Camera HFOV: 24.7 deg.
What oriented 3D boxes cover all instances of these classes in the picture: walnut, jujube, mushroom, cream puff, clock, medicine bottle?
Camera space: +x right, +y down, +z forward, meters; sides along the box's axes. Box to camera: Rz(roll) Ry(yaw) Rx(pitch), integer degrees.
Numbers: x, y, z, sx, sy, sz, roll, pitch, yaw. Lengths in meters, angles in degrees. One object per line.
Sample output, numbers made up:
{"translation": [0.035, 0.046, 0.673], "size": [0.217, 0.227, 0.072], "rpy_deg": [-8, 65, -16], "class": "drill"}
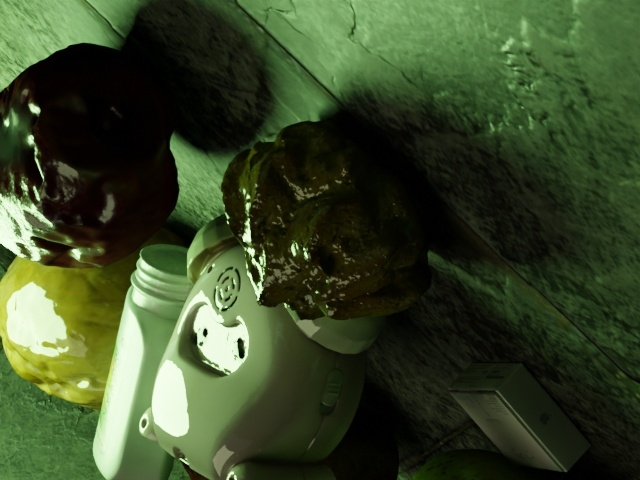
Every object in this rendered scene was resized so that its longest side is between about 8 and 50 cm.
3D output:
{"translation": [-0.323, 0.118, 2.320], "size": [0.354, 0.307, 0.398], "rpy_deg": [23, 168, -39], "class": "walnut"}
{"translation": [-0.312, -0.102, 1.884], "size": [0.276, 0.276, 0.377], "rpy_deg": [47, 161, -3], "class": "jujube"}
{"translation": [-0.063, 0.267, 2.180], "size": [0.334, 0.331, 0.356], "rpy_deg": [-39, -62, -77], "class": "mushroom"}
{"translation": [0.008, -0.014, 1.557], "size": [0.244, 0.196, 0.244], "rpy_deg": [160, 90, -89], "class": "cream puff"}
{"translation": [-0.072, 0.139, 1.841], "size": [0.184, 0.325, 0.342], "rpy_deg": [17, -177, -42], "class": "clock"}
{"translation": [-0.233, 0.171, 2.058], "size": [0.124, 0.324, 0.179], "rpy_deg": [12, -158, -13], "class": "medicine bottle"}

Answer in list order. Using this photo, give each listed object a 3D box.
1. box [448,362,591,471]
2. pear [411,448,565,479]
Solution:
{"translation": [0.230, 0.206, 1.713], "size": [0.129, 0.051, 0.130], "rpy_deg": [49, 163, -11], "class": "box"}
{"translation": [0.228, 0.378, 1.786], "size": [0.318, 0.343, 0.238], "rpy_deg": [-124, 41, -50], "class": "pear"}
